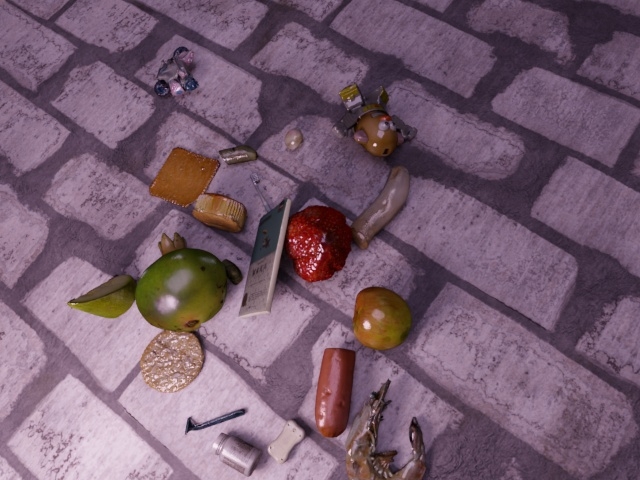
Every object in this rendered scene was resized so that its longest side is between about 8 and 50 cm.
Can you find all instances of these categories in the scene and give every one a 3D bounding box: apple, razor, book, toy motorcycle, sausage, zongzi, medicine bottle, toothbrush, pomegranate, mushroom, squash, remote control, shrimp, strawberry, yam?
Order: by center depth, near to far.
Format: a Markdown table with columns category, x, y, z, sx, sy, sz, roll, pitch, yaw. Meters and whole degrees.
| category | x | y | z | sx | sy | sz | roll | pitch | yaw |
| --- | --- | --- | --- | --- | --- | --- | --- | --- | --- |
| shrimp | 0.199 | 0.601 | 1.239 | 0.246 | 0.085 | 0.361 | 9 | 74 | 0 |
| medicine bottle | -0.257 | 0.647 | 1.263 | 0.140 | 0.079 | 0.079 | 22 | 73 | 13 |
| remote control | -0.105 | 0.620 | 1.282 | 0.074 | 0.032 | 0.122 | 38 | 77 | 18 |
| sausage | 0.043 | 0.466 | 1.283 | 0.113 | 0.114 | 0.260 | 7 | 70 | 8 |
| apple | 0.192 | 0.246 | 1.309 | 0.195 | 0.196 | 0.196 | -2 | 69 | 5 |
| razor | -0.334 | 0.574 | 1.328 | 0.189 | 0.033 | 0.066 | -15 | 27 | -3 |
| strawberry | 0.000 | 0.000 | 1.367 | 0.238 | 0.288 | 0.250 | -30 | 88 | -14 |
| pomegranate | -0.487 | 0.124 | 1.391 | 0.309 | 0.216 | 0.359 | -30 | 66 | 10 |
| book | -0.187 | 0.066 | 1.395 | 0.031 | 0.264 | 0.380 | 18 | 68 | -24 |
| squash | -0.720 | 0.166 | 1.399 | 0.093 | 0.252 | 0.170 | 5 | 70 | 6 |
| zongzi | -0.321 | 0.095 | 1.456 | 0.052 | 0.113 | 0.104 | -41 | 71 | -16 |
| mushroom | 0.220 | -0.123 | 1.494 | 0.122 | 0.095 | 0.351 | 26 | 72 | 33 |
| toothbrush | -0.193 | -0.119 | 1.571 | 0.030 | 0.025 | 0.343 | -25 | 68 | -6 |
| mushroom | -0.103 | -0.399 | 1.641 | 0.083 | 0.067 | 0.084 | -31 | 48 | 42 |
| yam | -0.325 | -0.340 | 1.643 | 0.146 | 0.070 | 0.070 | -11 | 69 | 3 |
| toy motorcycle | -0.592 | -0.714 | 1.795 | 0.203 | 0.108 | 0.239 | 24 | 99 | 19 |

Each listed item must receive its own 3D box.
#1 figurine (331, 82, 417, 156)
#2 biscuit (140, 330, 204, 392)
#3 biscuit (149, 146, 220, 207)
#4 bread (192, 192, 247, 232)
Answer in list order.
| category | x | y | z | sx | sy | sz | roll | pitch | yaw |
| --- | --- | --- | --- | --- | --- | --- | --- | --- | --- |
| figurine | 0.201 | -0.441 | 1.571 | 0.342 | 0.167 | 0.285 | -12 | 66 | -3 |
| biscuit | -0.502 | 0.403 | 1.406 | 0.219 | 0.033 | 0.220 | -1 | 69 | 4 |
| biscuit | -0.546 | -0.253 | 1.664 | 0.231 | 0.013 | 0.237 | 20 | 74 | 13 |
| bread | -0.367 | -0.109 | 1.529 | 0.190 | 0.132 | 0.114 | 10 | 69 | 7 |
